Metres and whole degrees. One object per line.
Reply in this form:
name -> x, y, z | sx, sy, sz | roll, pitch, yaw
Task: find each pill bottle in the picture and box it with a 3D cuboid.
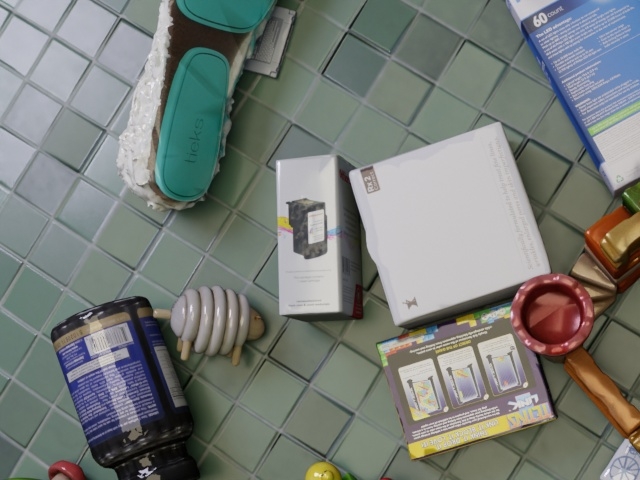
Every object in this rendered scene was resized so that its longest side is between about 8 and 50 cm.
pill bottle -> -0.217, 0.184, 1.760 | 0.122, 0.123, 0.219 | -22, 80, 8

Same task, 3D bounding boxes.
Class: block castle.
block castle -> 0.444, 0.040, 1.567 | 0.453, 0.213, 0.303 | -40, 72, 0

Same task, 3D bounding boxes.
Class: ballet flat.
ballet flat -> -0.151, -0.236, 1.788 | 0.147, 0.147, 0.409 | 19, 89, 12

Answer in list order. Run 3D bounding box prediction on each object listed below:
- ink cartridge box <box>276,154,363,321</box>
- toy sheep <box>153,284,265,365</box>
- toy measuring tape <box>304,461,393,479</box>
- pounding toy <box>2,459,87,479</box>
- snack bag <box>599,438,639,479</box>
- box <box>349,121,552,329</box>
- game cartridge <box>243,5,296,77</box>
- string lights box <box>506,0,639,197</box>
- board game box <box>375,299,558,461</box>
ink cartridge box -> 0.000, 0.000, 1.736 | 0.072, 0.127, 0.175 | -3, 83, 13
toy sheep -> -0.127, 0.094, 1.771 | 0.132, 0.091, 0.091 | 6, 85, -20
toy measuring tape -> 0.105, 0.362, 1.686 | 0.330, 0.121, 0.121 | 43, 93, 12
pounding toy -> -0.268, 0.320, 1.757 | 0.236, 0.110, 0.183 | -9, 116, 44
snack bag -> 0.526, 0.223, 1.641 | 0.342, 0.037, 0.323 | 36, 86, 14
box -> 0.147, -0.013, 1.714 | 0.181, 0.119, 0.181 | -18, 82, 8
game cartridge -> -0.066, -0.238, 1.830 | 0.056, 0.017, 0.083 | 17, 87, 8
string lights box -> 0.323, -0.194, 1.721 | 0.133, 0.077, 0.260 | -28, 80, 6
board game box -> 0.164, 0.157, 1.730 | 0.170, 0.048, 0.141 | -17, 83, 8
